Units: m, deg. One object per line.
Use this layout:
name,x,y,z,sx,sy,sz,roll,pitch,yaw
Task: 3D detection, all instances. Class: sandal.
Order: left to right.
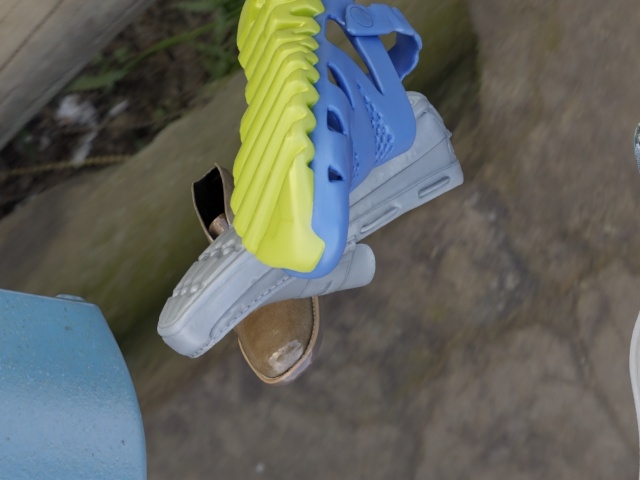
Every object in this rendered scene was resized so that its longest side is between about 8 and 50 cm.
sandal,0.013,-0.096,1.453,0.138,0.317,0.126,19,134,-16

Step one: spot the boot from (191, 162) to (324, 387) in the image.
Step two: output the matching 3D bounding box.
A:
boot,-0.079,0.034,2.118,0.112,0.305,0.115,-37,129,16

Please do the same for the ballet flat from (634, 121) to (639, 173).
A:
ballet flat,0.295,-0.049,1.668,0.041,0.041,0.114,-8,91,15

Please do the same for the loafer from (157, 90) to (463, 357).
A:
loafer,0.000,0.000,1.643,0.319,0.112,0.111,-41,102,-23

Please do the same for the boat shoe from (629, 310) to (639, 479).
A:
boat shoe,0.266,0.115,1.266,0.112,0.095,0.335,36,137,39

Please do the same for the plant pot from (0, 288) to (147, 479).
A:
plant pot,-0.294,0.160,1.611,0.247,0.247,0.252,2,83,42
